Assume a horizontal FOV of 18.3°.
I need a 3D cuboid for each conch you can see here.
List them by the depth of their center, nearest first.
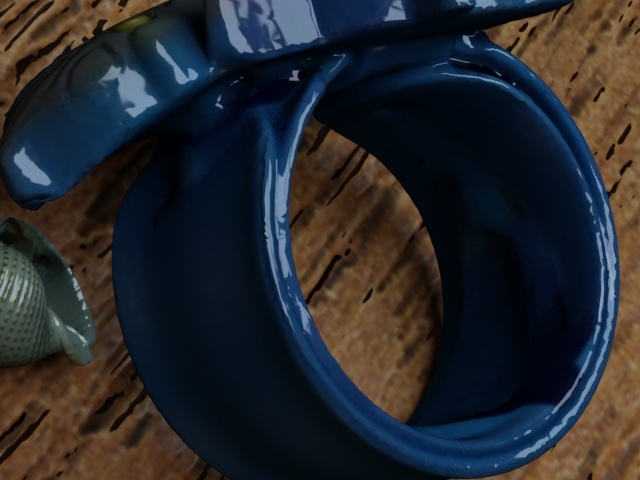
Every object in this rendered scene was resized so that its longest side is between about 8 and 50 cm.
[{"bbox_3d":[-0.150,0.030,0.960,0.085,0.057,0.076,57,24,-36],"label":"conch"}]

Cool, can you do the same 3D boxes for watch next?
[{"bbox_3d":[0.000,0.000,0.978,0.305,0.241,0.274,-20,93,-38],"label":"watch"}]
